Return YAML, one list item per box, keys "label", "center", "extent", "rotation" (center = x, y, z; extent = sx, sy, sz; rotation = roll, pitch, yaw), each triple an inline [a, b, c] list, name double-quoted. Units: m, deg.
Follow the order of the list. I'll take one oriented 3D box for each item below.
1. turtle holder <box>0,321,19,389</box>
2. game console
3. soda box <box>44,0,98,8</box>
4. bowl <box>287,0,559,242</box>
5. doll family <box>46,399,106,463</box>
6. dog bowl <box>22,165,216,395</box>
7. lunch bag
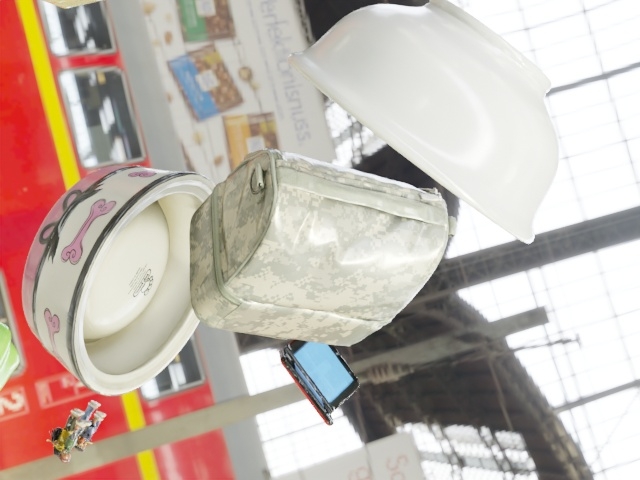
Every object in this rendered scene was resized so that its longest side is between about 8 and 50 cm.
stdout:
- label: "turtle holder"
  center: [-0.377, 0.179, 0.618]
  extent: [0.227, 0.243, 0.320]
  rotation: [58, 33, -43]
- label: "game console"
  center: [0.002, 0.227, 1.537]
  extent: [0.144, 0.085, 0.124]
  rotation: [54, -1, -5]
- label: "soda box"
  center: [-0.250, -0.254, 0.795]
  extent: [0.181, 0.061, 0.058]
  rotation: [-19, 101, -76]
- label: "bowl"
  center: [0.125, -0.137, 0.862]
  extent: [0.134, 0.298, 0.298]
  rotation: [-52, -142, 11]
- label: "doll family"
  center: [-0.509, 0.403, 1.873]
  extent: [0.111, 0.076, 0.193]
  rotation: [-63, 168, 5]
- label: "dog bowl"
  center: [-0.337, 0.052, 1.549]
  extent: [0.150, 0.408, 0.408]
  rotation: [22, -46, 22]
- label: "lunch bag"
  center: [0.000, 0.000, 1.241]
  extent: [0.256, 0.305, 0.213]
  rotation: [-41, -136, 48]
